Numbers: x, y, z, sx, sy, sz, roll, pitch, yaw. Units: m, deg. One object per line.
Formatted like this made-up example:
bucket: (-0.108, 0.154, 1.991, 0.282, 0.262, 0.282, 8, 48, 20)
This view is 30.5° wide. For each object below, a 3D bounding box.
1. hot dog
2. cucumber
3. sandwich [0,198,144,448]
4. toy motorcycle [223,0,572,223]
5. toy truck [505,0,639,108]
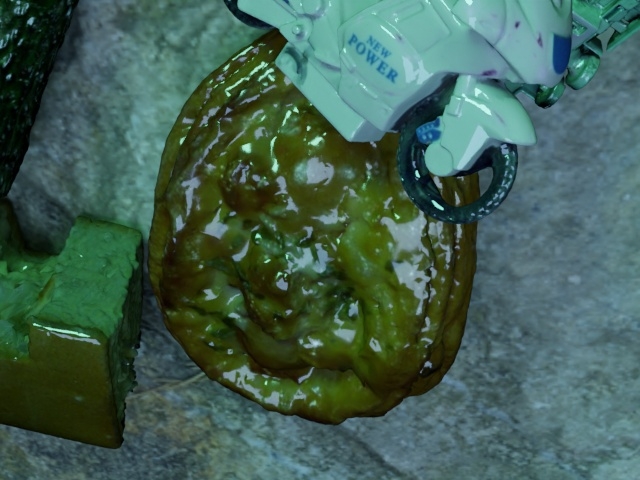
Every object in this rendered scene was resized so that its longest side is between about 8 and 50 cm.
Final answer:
hot dog: (0.000, 0.000, 0.716, 0.196, 0.122, 0.272, 15, 133, 7)
cucumber: (-0.166, -0.142, 0.663, 0.068, 0.067, 0.293, 24, 126, -10)
sandwich: (-0.237, 0.049, 0.799, 0.236, 0.122, 0.128, 9, 133, 3)
toy motorcycle: (0.037, -0.124, 0.565, 0.221, 0.102, 0.150, 47, 119, 21)
toy truck: (0.143, -0.136, 0.616, 0.067, 0.081, 0.175, 31, 147, -14)
